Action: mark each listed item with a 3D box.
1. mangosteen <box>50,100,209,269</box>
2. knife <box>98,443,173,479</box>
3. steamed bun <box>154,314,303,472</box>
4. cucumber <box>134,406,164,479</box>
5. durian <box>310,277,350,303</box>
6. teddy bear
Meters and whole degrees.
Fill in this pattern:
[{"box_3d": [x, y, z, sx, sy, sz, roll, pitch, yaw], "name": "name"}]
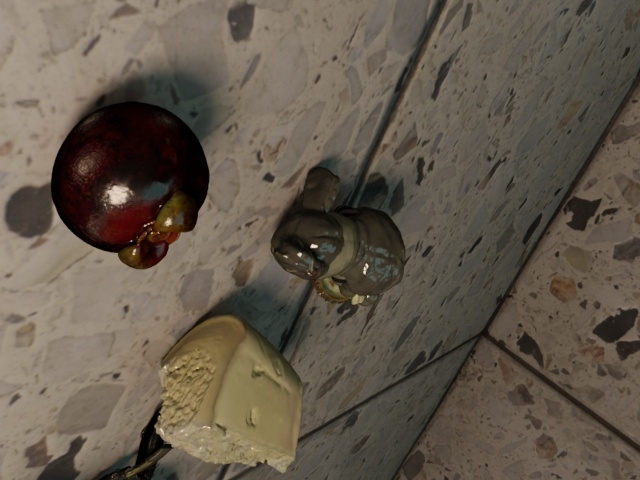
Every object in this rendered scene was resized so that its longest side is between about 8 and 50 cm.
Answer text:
[{"box_3d": [-0.169, -0.049, 0.630, 0.152, 0.152, 0.153, -38, 150, -27], "name": "mangosteen"}, {"box_3d": [-0.319, 0.361, 1.003, 0.222, 0.021, 0.046, -34, 128, -13], "name": "knife"}, {"box_3d": [-0.131, 0.235, 0.967, 0.225, 0.170, 0.200, 50, 37, -40], "name": "steamed bun"}, {"box_3d": [-0.259, 0.305, 1.043, 0.038, 0.043, 0.163, 11, 119, -14], "name": "cucumber"}, {"box_3d": [0.030, 0.048, 1.143, 0.140, 0.071, 0.111, 8, 95, -35], "name": "durian"}, {"box_3d": [0.010, -0.009, 0.998, 0.251, 0.144, 0.171, 22, 70, -44], "name": "teddy bear"}]
